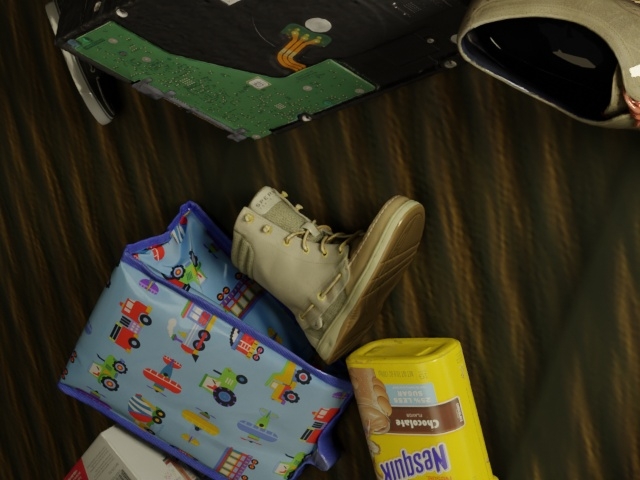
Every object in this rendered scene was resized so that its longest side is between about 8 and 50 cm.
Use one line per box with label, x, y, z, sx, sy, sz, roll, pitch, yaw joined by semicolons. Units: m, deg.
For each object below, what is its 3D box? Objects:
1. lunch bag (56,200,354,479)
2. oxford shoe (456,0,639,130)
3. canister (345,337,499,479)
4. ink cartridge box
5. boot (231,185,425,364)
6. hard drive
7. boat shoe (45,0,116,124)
lunch bag;-0.100;0.144;1.499;0.293;0.138;0.221;38;128;8
oxford shoe;0.263;-0.107;1.037;0.348;0.130;0.123;19;129;20
canister;0.098;0.183;1.376;0.126;0.073;0.170;-4;106;41
ink cartridge box;-0.177;0.286;1.615;0.176;0.127;0.128;51;133;9
boot;0.000;0.000;1.368;0.165;0.077;0.213;44;135;18
hard drive;-0.034;-0.192;1.213;0.339;0.237;0.064;-18;56;43
boat shoe;-0.245;-0.192;1.502;0.040;0.049;0.142;-21;104;5
